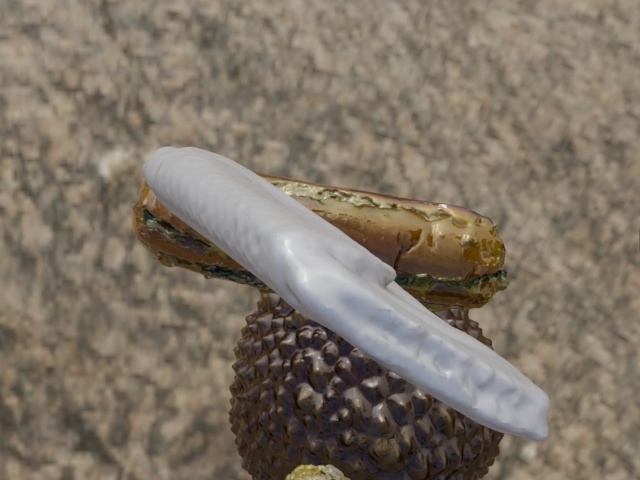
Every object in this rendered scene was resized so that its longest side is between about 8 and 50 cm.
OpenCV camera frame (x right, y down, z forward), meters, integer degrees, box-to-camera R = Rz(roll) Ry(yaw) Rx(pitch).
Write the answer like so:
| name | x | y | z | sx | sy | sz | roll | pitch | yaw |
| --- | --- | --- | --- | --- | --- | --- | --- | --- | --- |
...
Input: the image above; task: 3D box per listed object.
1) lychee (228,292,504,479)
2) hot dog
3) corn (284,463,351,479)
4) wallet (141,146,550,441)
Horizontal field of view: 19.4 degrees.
| name | x | y | z | sx | sy | sz | roll | pitch | yaw |
| --- | --- | --- | --- | --- | --- | --- | --- | --- | --- |
| lychee | 0.038 | 0.130 | 1.681 | 0.267 | 0.267 | 0.267 | 3 | 63 | -6 |
| hot dog | 0.000 | 0.000 | 1.296 | 0.269 | 0.115 | 0.072 | 9 | 62 | 0 |
| corn | -0.019 | 0.143 | 0.857 | 0.037 | 0.037 | 0.092 | 35 | 97 | 10 |
| wallet | 0.005 | 0.013 | 0.684 | 0.124 | 0.183 | 0.032 | 34 | 90 | -26 |
